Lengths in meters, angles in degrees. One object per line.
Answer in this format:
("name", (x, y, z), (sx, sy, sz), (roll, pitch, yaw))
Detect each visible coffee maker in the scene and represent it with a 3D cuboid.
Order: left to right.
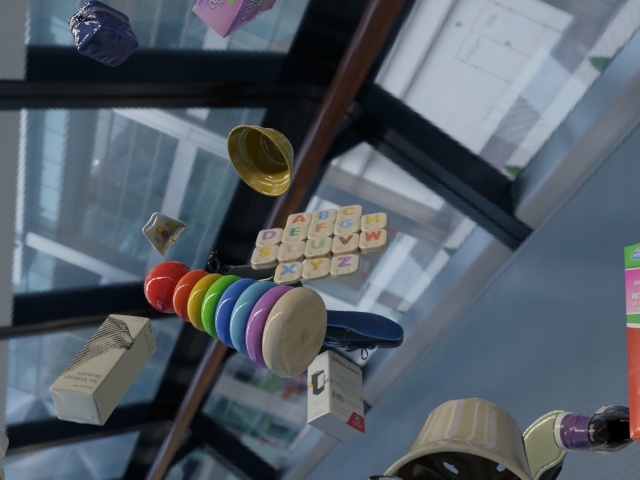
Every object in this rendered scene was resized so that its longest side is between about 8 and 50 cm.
("coffee maker", (-0.148, 0.100, 1.812), (0.178, 0.171, 0.120), (-11, 49, 33))

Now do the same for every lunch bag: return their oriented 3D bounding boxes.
("lunch bag", (-0.331, -0.316, 1.191), (0.067, 0.065, 0.098), (-33, -22, 20))

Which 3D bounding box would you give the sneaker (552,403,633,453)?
("sneaker", (0.637, 0.413, 1.700), (0.124, 0.283, 0.107), (-14, 77, 51))

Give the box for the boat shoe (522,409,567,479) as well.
("boat shoe", (0.625, 0.633, 2.252), (0.113, 0.127, 0.339), (17, -82, -53))

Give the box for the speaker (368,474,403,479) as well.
("speaker", (0.095, 0.428, 1.191), (0.055, 0.055, 0.136), (162, 113, -84))

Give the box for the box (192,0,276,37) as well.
("box", (-0.189, -0.685, 2.086), (0.243, 0.117, 0.213), (-46, -1, -44))

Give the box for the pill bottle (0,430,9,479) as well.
("pill bottle", (-0.530, 0.373, 1.142), (0.208, 0.118, 0.117), (-84, 15, -44))

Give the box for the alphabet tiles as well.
("alphabet tiles", (0.000, 0.000, 1.638), (0.278, 0.284, 0.021), (-79, -22, -59))

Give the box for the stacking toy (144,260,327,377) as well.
("stacking toy", (-0.159, 0.109, 1.274), (0.141, 0.331, 0.141), (-27, -56, -50))

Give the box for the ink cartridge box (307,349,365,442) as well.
("ink cartridge box", (0.037, 0.368, 1.872), (0.072, 0.127, 0.175), (-33, 38, 30))

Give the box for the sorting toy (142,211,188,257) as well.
("sorting toy", (-0.335, -0.021, 1.661), (0.045, 0.075, 0.083), (27, 78, 46))

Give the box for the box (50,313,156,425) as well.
("box", (-0.477, 0.282, 1.765), (0.275, 0.113, 0.094), (-65, -25, -57))

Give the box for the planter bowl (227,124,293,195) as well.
("planter bowl", (-0.139, -0.233, 2.121), (0.090, 0.217, 0.217), (-44, -10, -36))

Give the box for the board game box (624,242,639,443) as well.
("board game box", (0.571, 0.132, 1.147), (0.242, 0.064, 0.316), (-21, 50, 45))

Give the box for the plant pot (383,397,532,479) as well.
("plant pot", (0.293, 0.482, 1.584), (0.333, 0.334, 0.305), (-65, -7, 21))

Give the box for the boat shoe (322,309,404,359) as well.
("boat shoe", (0.075, 0.222, 1.893), (0.109, 0.259, 0.088), (-46, -40, -53))
